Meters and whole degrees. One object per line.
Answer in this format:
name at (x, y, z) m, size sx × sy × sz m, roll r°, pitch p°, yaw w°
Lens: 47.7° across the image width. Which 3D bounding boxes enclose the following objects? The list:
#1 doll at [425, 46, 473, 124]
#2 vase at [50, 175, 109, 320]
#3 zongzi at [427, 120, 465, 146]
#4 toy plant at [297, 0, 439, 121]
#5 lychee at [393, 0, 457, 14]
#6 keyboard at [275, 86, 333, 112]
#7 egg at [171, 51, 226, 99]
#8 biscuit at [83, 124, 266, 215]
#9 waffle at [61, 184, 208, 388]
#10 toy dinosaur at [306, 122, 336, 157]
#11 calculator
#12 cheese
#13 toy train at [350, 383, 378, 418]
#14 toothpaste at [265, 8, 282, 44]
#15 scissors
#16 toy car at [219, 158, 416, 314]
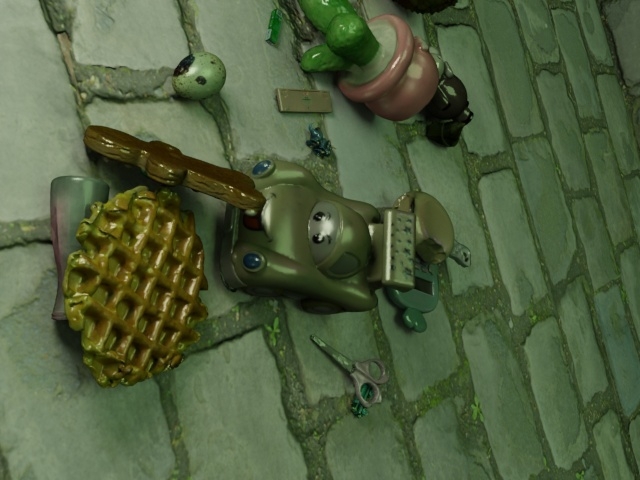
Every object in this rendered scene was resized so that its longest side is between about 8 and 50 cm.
doll at (0.299, -0.400, 1.880) m, size 0.257 × 0.117 × 0.182 m, roll 41°, pitch 25°, yaw -33°
vase at (-0.369, 0.015, 1.092) m, size 0.086 × 0.086 × 0.214 m, roll 11°, pitch 76°, yaw -45°
zongzi at (0.359, -0.281, 1.912) m, size 0.109 × 0.119 × 0.055 m, roll 15°, pitch 76°, yaw -46°
toy plant at (0.095, -0.434, 1.633) m, size 0.356 × 0.211 × 0.317 m, roll 22°, pitch 30°, yaw -37°
lychee at (0.264, -0.715, 1.840) m, size 0.320 × 0.269 × 0.270 m, roll -25°, pitch 99°, yaw -81°
keyboard at (-0.036, -0.306, 1.578) m, size 0.166 × 0.017 × 0.055 m, roll -10°, pitch 91°, yaw -48°
egg at (-0.224, -0.301, 1.327) m, size 0.110 × 0.085 × 0.085 m, roll -28°, pitch 100°, yaw -33°
biscuit at (-0.242, -0.118, 1.198) m, size 0.301 × 0.197 × 0.049 m, roll 20°, pitch 101°, yaw -19°
waffle at (-0.272, 0.070, 1.130) m, size 0.325 × 0.068 × 0.302 m, roll -29°, pitch 113°, yaw -58°
toy dinosaur at (-0.002, -0.217, 1.577) m, size 0.083 × 0.030 × 0.047 m, roll 45°, pitch 50°, yaw -30°
calculator at (0.216, 0.071, 1.720) m, size 0.185 × 0.041 × 0.299 m, roll 19°, pitch 63°, yaw -42°
cheese at (0.277, -0.008, 1.722) m, size 0.286 × 0.082 × 0.163 m, roll 33°, pitch 54°, yaw -36°
toy train at (0.091, 0.329, 1.525) m, size 0.045 × 0.029 × 0.092 m, roll 43°, pitch 52°, yaw -21°
toothpaste at (-0.100, -0.458, 1.551) m, size 0.020 × 0.017 × 0.083 m, roll 32°, pitch 58°, yaw -40°
scissors at (0.060, 0.256, 1.496) m, size 0.212 × 0.021 × 0.110 m, roll 41°, pitch 53°, yaw -22°
toy car at (0.000, 0.000, 1.374) m, size 0.336 × 0.226 × 0.242 m, roll 23°, pitch 62°, yaw -41°
